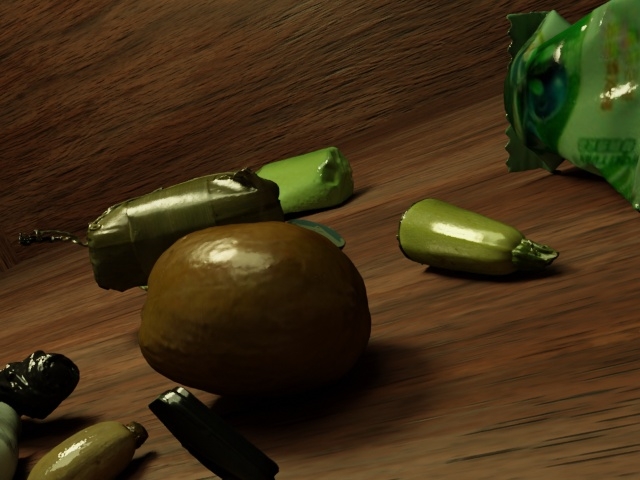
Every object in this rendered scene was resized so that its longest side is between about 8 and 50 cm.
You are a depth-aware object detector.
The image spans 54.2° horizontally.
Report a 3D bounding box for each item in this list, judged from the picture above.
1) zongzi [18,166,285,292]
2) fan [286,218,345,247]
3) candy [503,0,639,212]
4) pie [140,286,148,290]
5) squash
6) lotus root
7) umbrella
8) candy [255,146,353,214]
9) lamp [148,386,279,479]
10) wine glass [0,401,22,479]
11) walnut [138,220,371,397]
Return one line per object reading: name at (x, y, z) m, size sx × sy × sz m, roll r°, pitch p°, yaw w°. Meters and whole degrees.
zongzi at (-0.283, -0.025, 1.199) m, size 0.446 × 0.182 × 0.418 m, roll -13°, pitch 12°, yaw 2°
fan at (0.000, 0.000, 1.121) m, size 0.113 × 0.005 × 0.175 m, roll 10°, pitch 22°, yaw -23°
candy at (0.359, -0.187, 0.825) m, size 0.171 × 0.263 × 0.398 m, roll -10°, pitch 14°, yaw 3°
pie at (-0.263, 0.046, 1.310) m, size 0.247 × 0.090 × 0.201 m, roll -23°, pitch 10°, yaw -14°
squash at (0.197, 0.003, 0.771) m, size 0.094 × 0.094 × 0.224 m, roll -29°, pitch 22°, yaw -23°
lotus root at (-0.248, 0.232, 0.637) m, size 0.150 × 0.062 × 0.073 m, roll -31°, pitch 15°, yaw -34°
umbrella at (-0.457, 0.229, 0.898) m, size 0.326 × 0.094 × 0.090 m, roll -26°, pitch -6°, yaw 34°
candy at (-0.076, -0.132, 1.576) m, size 0.343 × 0.142 × 0.132 m, roll -13°, pitch 25°, yaw 38°
lamp at (-0.184, 0.235, 0.490) m, size 0.283 × 0.125 × 0.203 m, roll -33°, pitch -4°, yaw -24°
wine glass at (-0.395, 0.257, 0.703) m, size 0.103 × 0.103 × 0.222 m, roll -26°, pitch 14°, yaw -11°
walnut at (-0.086, 0.071, 0.680) m, size 0.297 × 0.203 × 0.203 m, roll 0°, pitch 24°, yaw 30°
